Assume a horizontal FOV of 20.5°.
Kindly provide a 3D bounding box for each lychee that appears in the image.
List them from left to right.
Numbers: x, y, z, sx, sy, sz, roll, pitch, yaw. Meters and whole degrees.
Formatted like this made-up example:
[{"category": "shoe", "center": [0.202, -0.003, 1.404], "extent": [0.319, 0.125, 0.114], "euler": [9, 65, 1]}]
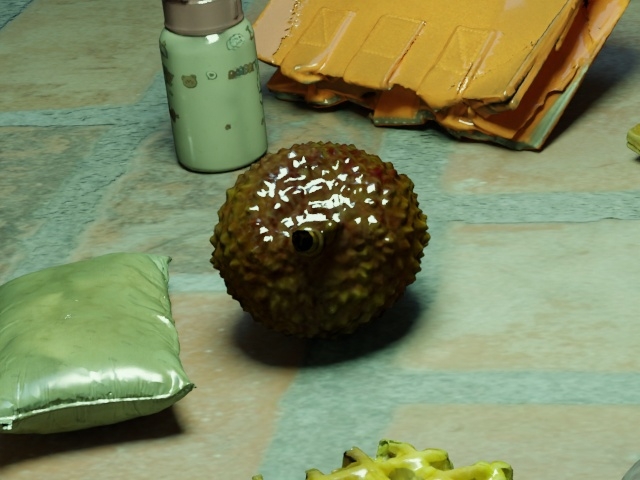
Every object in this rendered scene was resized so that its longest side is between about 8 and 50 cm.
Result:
[{"category": "lychee", "center": [0.000, 0.000, 1.604], "extent": [0.200, 0.200, 0.238], "euler": [-5, 4, 4]}]

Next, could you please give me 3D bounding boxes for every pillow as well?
[{"category": "pillow", "center": [-0.214, 0.090, 1.603], "extent": [0.185, 0.074, 0.302], "euler": [-9, 23, -5]}]

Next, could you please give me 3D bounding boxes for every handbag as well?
[{"category": "handbag", "center": [0.138, -0.265, 2.097], "extent": [0.410, 0.116, 0.303], "euler": [15, 63, 38]}]

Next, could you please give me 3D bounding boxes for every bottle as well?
[{"category": "bottle", "center": [-0.125, -0.202, 2.001], "extent": [0.110, 0.233, 0.110], "euler": [-5, 25, 3]}]

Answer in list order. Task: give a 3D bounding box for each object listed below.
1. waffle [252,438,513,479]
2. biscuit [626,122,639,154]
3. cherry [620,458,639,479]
[{"category": "waffle", "center": [0.021, 0.222, 1.293], "extent": [0.291, 0.051, 0.291], "euler": [-4, 27, 2]}, {"category": "biscuit", "center": [0.447, -0.109, 1.884], "extent": [0.239, 0.041, 0.212], "euler": [-4, 32, 6]}, {"category": "cherry", "center": [0.263, 0.221, 1.063], "extent": [0.266, 0.213, 0.183], "euler": [3, -28, -34]}]
